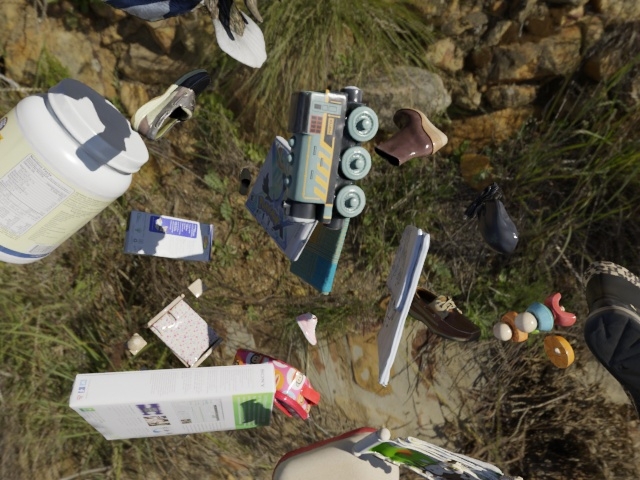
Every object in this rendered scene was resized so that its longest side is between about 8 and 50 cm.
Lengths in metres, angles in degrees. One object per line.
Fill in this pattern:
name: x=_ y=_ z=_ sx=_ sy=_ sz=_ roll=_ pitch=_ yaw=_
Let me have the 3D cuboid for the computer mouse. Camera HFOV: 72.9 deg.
computer mouse: x=0.620 y=-0.068 z=1.593 sx=0.072 sy=0.188 sz=0.272 roll=5 pitch=49 yaw=-25

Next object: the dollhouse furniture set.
dollhouse furniture set: x=-0.362 y=0.317 z=1.246 sx=0.303 sy=0.174 sz=0.355 roll=48 pitch=55 yaw=-6

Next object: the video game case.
video game case: x=-0.118 y=-0.147 z=1.484 sx=0.036 sy=0.299 sz=0.329 roll=0 pitch=38 yaw=-46

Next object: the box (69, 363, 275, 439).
box: x=-0.249 y=0.301 z=0.798 sx=0.323 sy=0.232 sz=0.058 roll=1 pitch=53 yaw=-9

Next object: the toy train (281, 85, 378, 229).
toy train: x=0.011 y=-0.189 z=1.002 sx=0.191 sy=0.333 sz=0.142 roll=2 pitch=15 yaw=-22

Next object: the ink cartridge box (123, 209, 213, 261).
ink cartridge box: x=-0.599 y=-0.009 z=1.731 sx=0.333 sy=0.065 sz=0.165 roll=12 pitch=75 yaw=-37

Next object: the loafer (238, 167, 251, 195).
loafer: x=-0.339 y=-0.273 z=1.968 sx=0.056 sy=0.050 sz=0.147 roll=11 pitch=59 yaw=-27

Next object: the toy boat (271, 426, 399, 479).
toy boat: x=0.029 y=0.428 z=0.816 sx=0.231 sy=0.151 sz=0.150 roll=-19 pitch=95 yaw=1

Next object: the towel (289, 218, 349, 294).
towel: x=0.000 y=0.000 z=1.740 sx=0.271 sy=0.040 sz=0.369 roll=29 pitch=107 yaw=49

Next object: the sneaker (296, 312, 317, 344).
sneaker: x=-0.033 y=0.339 z=1.681 sx=0.070 sy=0.051 sz=0.134 roll=-28 pitch=102 yaw=4

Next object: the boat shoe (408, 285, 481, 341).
boat shoe: x=0.440 y=0.264 z=1.601 sx=0.123 sy=0.119 sz=0.324 roll=-11 pitch=22 yaw=-33

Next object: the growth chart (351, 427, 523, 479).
growth chart: x=0.165 y=0.319 z=0.607 sx=0.238 sy=0.171 sz=0.021 roll=17 pitch=53 yaw=8

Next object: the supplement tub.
supplement tub: x=-0.534 y=-0.133 z=0.853 sx=0.325 sy=0.235 sz=0.235 roll=-37 pitch=61 yaw=8

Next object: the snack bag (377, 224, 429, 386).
snack bag: x=0.182 y=0.131 z=1.039 sx=0.037 sy=0.323 sz=0.342 roll=15 pitch=96 yaw=5

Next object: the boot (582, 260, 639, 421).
boot: x=0.675 y=0.232 z=0.897 sx=0.377 sy=0.138 sz=0.284 roll=48 pitch=34 yaw=-1

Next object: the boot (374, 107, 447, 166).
boot: x=0.256 y=-0.337 z=1.394 sx=0.207 sy=0.090 sz=0.248 roll=-25 pitch=46 yaw=-19

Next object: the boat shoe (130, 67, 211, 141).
boat shoe: x=-0.216 y=-0.203 z=0.659 sx=0.049 sy=0.056 sz=0.152 roll=40 pitch=68 yaw=0

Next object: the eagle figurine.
eagle figurine: x=-0.188 y=-0.381 z=0.576 sx=0.299 sy=0.226 sz=0.225 roll=14 pitch=79 yaw=24

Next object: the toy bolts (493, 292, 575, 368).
toy bolts: x=0.649 y=0.283 z=1.310 sx=0.159 sy=0.228 sz=0.218 roll=-16 pitch=55 yaw=-10

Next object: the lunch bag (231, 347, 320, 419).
lunch bag: x=-0.123 y=0.434 z=1.289 sx=0.259 sy=0.293 sz=0.120 roll=15 pitch=62 yaw=19
